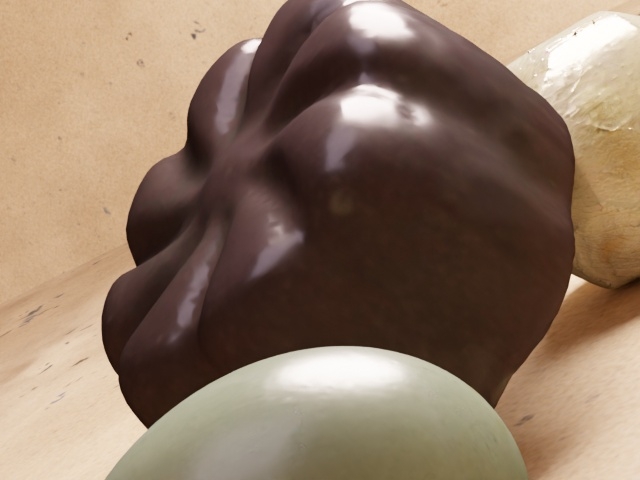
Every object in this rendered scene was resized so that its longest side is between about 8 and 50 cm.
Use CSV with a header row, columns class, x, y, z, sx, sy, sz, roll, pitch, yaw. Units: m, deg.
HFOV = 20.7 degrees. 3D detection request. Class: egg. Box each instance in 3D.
class,x,y,z,sx,sy,sz,roll,pitch,yaw
egg,-0.010,0.122,0.654,0.192,0.149,0.149,-36,9,-4

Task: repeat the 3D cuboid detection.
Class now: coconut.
class,x,y,z,sx,sy,sz,roll,pitch,yaw
coconut,0.174,-0.050,1.088,0.162,0.161,0.161,-31,8,-2

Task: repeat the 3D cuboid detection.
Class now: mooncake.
class,x,y,z,sx,sy,sz,roll,pitch,yaw
mooncake,0.000,0.000,0.982,0.306,0.154,0.306,-45,25,28
